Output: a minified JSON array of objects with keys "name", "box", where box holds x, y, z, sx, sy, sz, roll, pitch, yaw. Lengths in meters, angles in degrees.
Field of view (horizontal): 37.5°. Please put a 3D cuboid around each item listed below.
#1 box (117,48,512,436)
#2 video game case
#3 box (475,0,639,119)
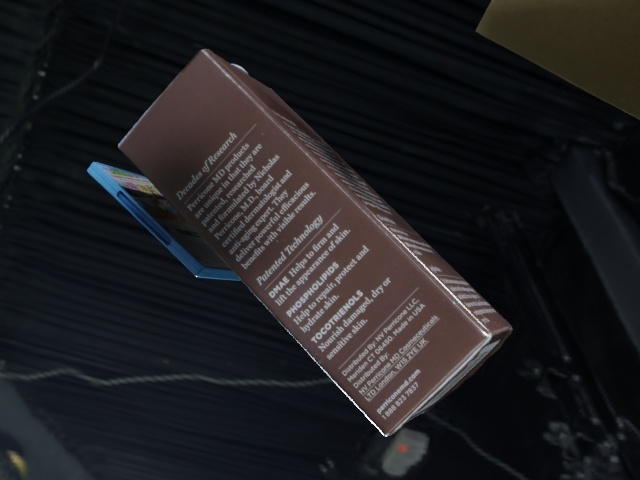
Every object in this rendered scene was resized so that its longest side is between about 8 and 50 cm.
[{"name":"box","box":[0.000,0.000,0.927,0.143,0.381,0.191,-45,165,10]},{"name":"video game case","box":[-0.159,-0.018,0.993,0.015,0.166,0.119,-50,165,8]},{"name":"box","box":[0.230,-0.205,0.682,0.201,0.164,0.021,-63,164,19]}]
